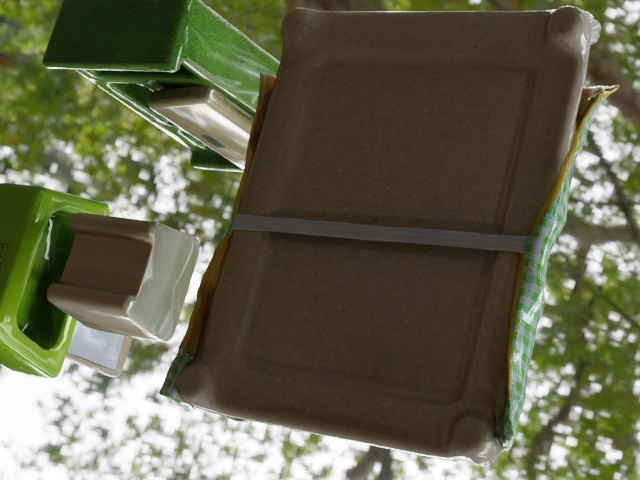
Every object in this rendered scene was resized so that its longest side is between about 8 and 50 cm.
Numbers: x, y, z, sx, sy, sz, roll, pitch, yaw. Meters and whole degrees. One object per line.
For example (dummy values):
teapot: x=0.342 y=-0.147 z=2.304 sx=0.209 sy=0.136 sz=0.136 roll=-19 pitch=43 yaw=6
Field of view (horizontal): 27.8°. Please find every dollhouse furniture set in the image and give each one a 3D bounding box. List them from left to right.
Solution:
dollhouse furniture set: x=0.000 y=0.000 z=0.624 sx=0.301 sy=0.151 sz=0.198 roll=6 pitch=-106 yaw=33
